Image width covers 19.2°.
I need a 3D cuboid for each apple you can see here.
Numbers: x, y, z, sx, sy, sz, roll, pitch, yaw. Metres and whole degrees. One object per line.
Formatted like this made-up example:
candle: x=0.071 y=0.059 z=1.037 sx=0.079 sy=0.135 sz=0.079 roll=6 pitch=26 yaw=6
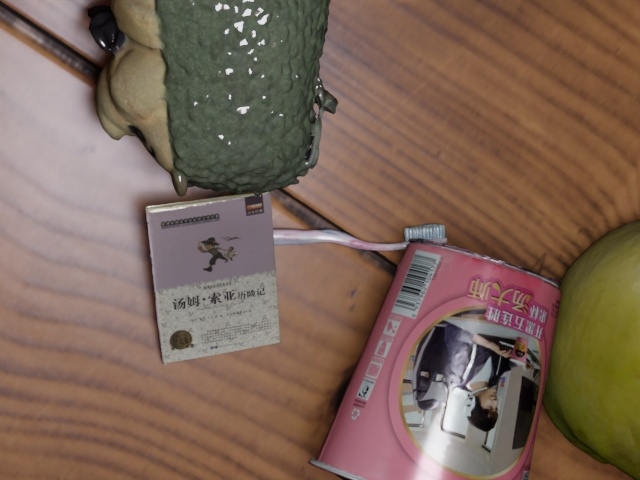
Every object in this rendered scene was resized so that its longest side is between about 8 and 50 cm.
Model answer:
apple: x=0.378 y=0.132 z=1.928 sx=0.295 sy=0.233 sz=0.258 roll=30 pitch=88 yaw=-13

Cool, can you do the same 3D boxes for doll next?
doll: x=-0.104 y=-0.211 z=1.797 sx=0.247 sy=0.247 sz=0.349 roll=-10 pitch=109 yaw=-10

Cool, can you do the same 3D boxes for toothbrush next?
toothbrush: x=0.000 y=0.000 z=1.942 sx=0.269 sy=0.021 sz=0.027 roll=-2 pitch=85 yaw=-12

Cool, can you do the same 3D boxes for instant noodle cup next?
instant noodle cup: x=0.132 y=0.141 z=1.896 sx=0.244 sy=0.244 sz=0.255 roll=19 pitch=84 yaw=-13

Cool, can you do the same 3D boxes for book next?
book: x=-0.106 y=0.037 z=1.897 sx=0.127 sy=0.014 sz=0.182 roll=-8 pitch=120 yaw=-10
